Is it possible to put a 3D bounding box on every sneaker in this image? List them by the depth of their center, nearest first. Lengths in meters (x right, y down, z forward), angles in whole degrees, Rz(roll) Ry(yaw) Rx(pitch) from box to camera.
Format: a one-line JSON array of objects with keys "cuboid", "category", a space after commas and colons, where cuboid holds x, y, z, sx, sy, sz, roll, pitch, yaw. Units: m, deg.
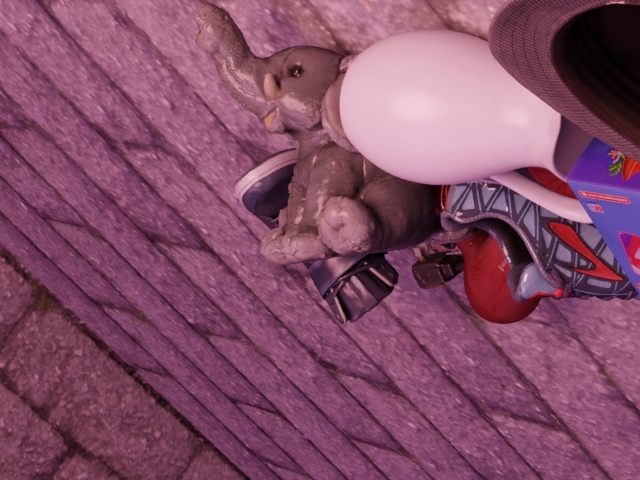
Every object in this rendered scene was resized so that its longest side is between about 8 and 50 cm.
[{"cuboid": [0.216, 0.016, 1.384, 0.262, 0.125, 0.104, 35, 165, 5], "category": "sneaker"}, {"cuboid": [0.002, -0.001, 1.650, 0.163, 0.086, 0.226, 57, -170, 19], "category": "sneaker"}]

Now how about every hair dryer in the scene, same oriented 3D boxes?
[{"cuboid": [0.127, -0.004, 1.562, 0.223, 0.080, 0.293, 48, 157, -29], "category": "hair dryer"}]

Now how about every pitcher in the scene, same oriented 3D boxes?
[{"cuboid": [0.131, -0.086, 1.295, 0.207, 0.125, 0.177, 10, 142, 34], "category": "pitcher"}]

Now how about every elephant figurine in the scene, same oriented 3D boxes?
[{"cuboid": [0.012, -0.104, 1.442, 0.169, 0.239, 0.186, -9, 178, 30], "category": "elephant figurine"}]

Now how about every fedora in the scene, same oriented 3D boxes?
[{"cuboid": [0.255, -0.127, 0.983, 0.275, 0.124, 0.244, 28, 163, -2], "category": "fedora"}]

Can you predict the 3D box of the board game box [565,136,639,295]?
[{"cuboid": [0.374, 0.025, 1.151, 0.347, 0.078, 0.233, 13, 149, 48], "category": "board game box"}]
